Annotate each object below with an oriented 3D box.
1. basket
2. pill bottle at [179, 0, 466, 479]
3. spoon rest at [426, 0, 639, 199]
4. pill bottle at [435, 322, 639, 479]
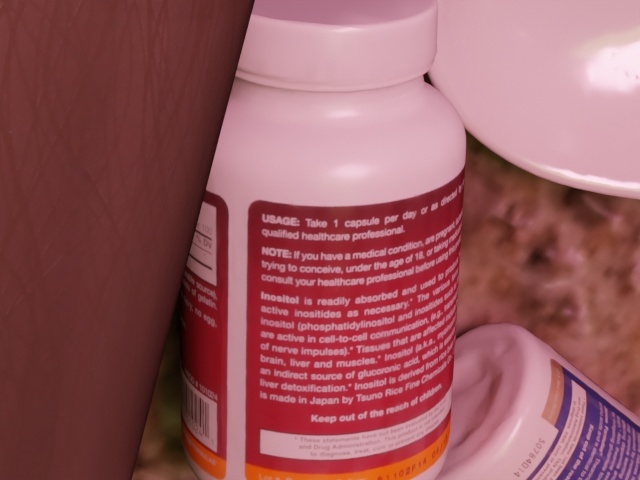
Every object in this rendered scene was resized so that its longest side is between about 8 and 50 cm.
[{"bbox_3d":[-0.110,-0.017,0.415,0.204,0.154,0.227,0,114,-12],"label":"basket"},{"bbox_3d":[0.000,0.000,0.484,0.086,0.086,0.152,-5,115,-15],"label":"pill bottle"},{"bbox_3d":[0.162,-0.058,0.504,0.276,0.084,0.137,13,123,-18],"label":"spoon rest"},{"bbox_3d":[0.088,0.086,0.558,0.120,0.067,0.067,37,96,-25],"label":"pill bottle"}]
